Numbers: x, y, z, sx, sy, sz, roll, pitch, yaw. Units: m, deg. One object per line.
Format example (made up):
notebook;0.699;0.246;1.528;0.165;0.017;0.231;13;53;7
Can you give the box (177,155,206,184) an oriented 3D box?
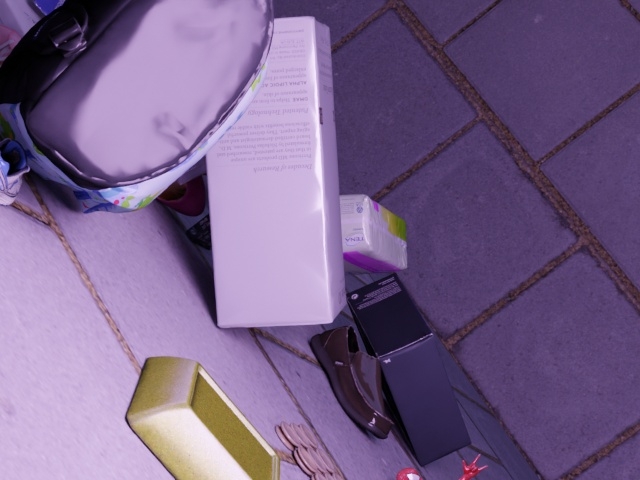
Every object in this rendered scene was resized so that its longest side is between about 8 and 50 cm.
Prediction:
box;-0.211;-0.212;1.794;0.231;0.056;0.183;56;20;-20

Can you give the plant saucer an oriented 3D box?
plant saucer;-0.096;0.194;1.275;0.188;0.045;0.188;51;7;-10

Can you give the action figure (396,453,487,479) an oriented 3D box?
action figure;0.222;0.414;1.882;0.280;0.139;0.091;51;5;10

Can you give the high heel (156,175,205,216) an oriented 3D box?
high heel;-0.224;-0.079;1.795;0.244;0.082;0.117;62;24;-48

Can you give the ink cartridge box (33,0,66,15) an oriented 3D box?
ink cartridge box;-0.252;-0.314;1.961;0.307;0.072;0.303;53;30;-30

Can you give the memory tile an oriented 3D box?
memory tile;0.002;0.280;1.614;0.148;0.012;0.113;55;8;16

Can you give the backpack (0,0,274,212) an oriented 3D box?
backpack;-0.206;-0.155;1.389;0.355;0.290;0.273;12;-34;54

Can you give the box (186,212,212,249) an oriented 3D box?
box;-0.142;-0.023;1.912;0.018;0.083;0.067;56;9;21

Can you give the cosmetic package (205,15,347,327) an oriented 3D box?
cosmetic package;-0.058;-0.087;1.752;0.217;0.156;0.385;-44;129;-81

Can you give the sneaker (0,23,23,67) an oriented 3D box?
sneaker;-0.351;-0.198;1.568;0.134;0.051;0.070;56;2;-1

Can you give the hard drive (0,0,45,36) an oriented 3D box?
hard drive;-0.397;-0.302;1.845;0.307;0.040;0.203;56;8;32

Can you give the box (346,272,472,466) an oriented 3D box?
box;0.146;0.214;2.239;0.184;0.103;0.261;-114;-178;-54

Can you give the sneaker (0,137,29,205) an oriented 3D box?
sneaker;-0.293;-0.066;1.258;0.052;0.058;0.135;51;6;-6

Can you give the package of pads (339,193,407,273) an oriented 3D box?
package of pads;0.000;0.000;2.161;0.296;0.229;0.101;27;59;-72

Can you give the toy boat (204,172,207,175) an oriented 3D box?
toy boat;-0.170;-0.158;2.277;0.318;0.148;0.267;31;16;-51

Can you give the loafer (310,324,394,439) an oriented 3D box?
loafer;0.058;0.206;2.060;0.080;0.078;0.220;43;11;-51
